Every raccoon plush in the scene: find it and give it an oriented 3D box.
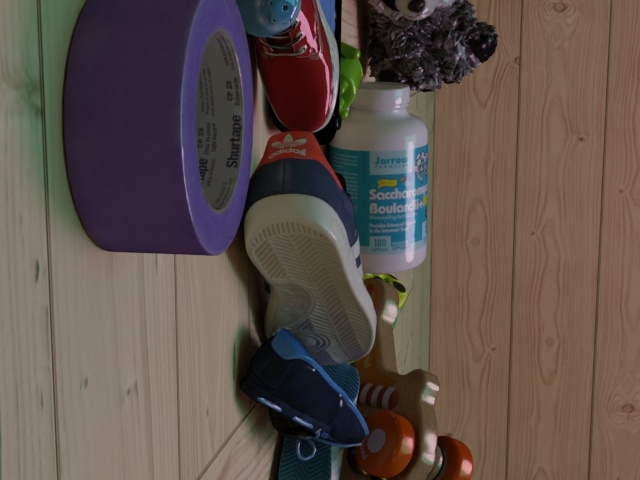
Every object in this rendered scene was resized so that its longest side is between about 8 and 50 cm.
[{"bbox_3d":[0.125,-0.447,1.940,0.446,0.216,0.299,54,-12,57],"label":"raccoon plush"}]

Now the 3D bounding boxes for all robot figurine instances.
[{"bbox_3d":[0.019,-0.210,1.490,0.115,0.067,0.101,-71,171,-59],"label":"robot figurine"}]

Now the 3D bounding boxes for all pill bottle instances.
[{"bbox_3d":[0.083,-0.094,1.650,0.146,0.146,0.264,-56,146,-71],"label":"pill bottle"}]

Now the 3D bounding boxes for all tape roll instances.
[{"bbox_3d":[-0.107,-0.084,0.798,0.189,0.080,0.189,1,90,-80],"label":"tape roll"}]

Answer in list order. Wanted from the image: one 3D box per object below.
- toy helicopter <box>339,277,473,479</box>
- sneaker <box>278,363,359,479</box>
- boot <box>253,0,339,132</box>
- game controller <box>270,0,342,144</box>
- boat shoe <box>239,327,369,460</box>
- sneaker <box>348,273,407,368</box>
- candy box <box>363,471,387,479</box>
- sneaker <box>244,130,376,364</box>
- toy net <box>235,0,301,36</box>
[{"bbox_3d":[0.067,0.214,1.561,0.140,0.235,0.355,27,45,-33],"label":"toy helicopter"},{"bbox_3d":[-0.007,0.249,1.428,0.092,0.087,0.228,94,11,-49],"label":"sneaker"},{"bbox_3d":[-0.046,-0.204,1.109,0.176,0.088,0.244,-63,146,-63],"label":"boot"},{"bbox_3d":[-0.011,-0.272,1.318,0.166,0.067,0.319,-13,105,-79],"label":"game controller"},{"bbox_3d":[-0.026,0.178,1.279,0.089,0.109,0.258,-42,140,-5],"label":"boat shoe"},{"bbox_3d":[0.066,0.152,1.796,0.295,0.109,0.123,-76,-174,-52],"label":"sneaker"},{"bbox_3d":[0.109,0.471,2.058,0.316,0.088,0.182,-31,122,-78],"label":"candy box"},{"bbox_3d":[-0.006,0.014,1.247,0.350,0.131,0.148,84,6,-57],"label":"sneaker"},{"bbox_3d":[-0.087,-0.256,0.936,0.045,0.122,0.232,37,-26,48],"label":"toy net"}]
